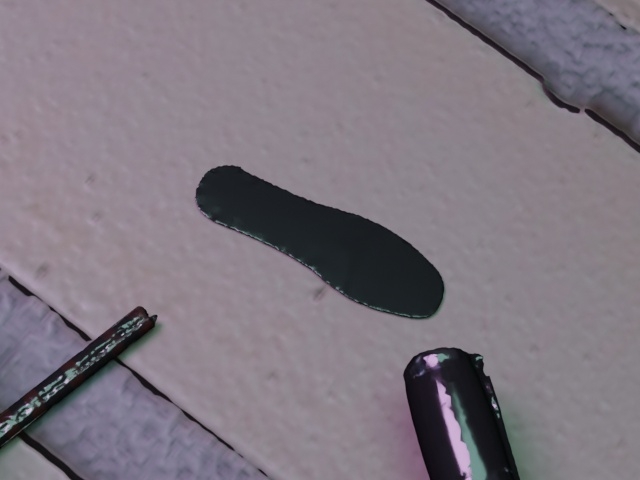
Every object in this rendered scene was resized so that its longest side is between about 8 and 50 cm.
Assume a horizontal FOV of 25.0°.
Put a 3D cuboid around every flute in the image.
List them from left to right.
[{"bbox_3d":[-0.176,0.113,0.633,0.269,0.014,0.014,-40,77,-23],"label":"flute"}]

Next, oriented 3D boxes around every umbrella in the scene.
[{"bbox_3d":[0.094,0.203,0.587,0.118,0.118,0.340,-9,68,-13],"label":"umbrella"}]

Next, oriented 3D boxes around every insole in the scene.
[{"bbox_3d":[0.000,0.000,0.719,0.135,0.002,0.045,25,63,2],"label":"insole"}]
